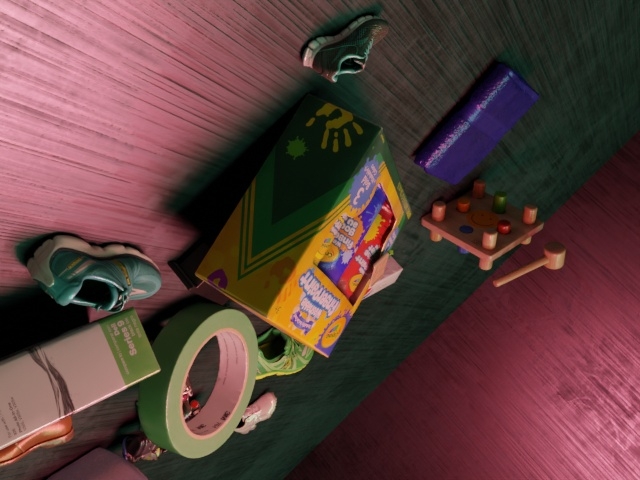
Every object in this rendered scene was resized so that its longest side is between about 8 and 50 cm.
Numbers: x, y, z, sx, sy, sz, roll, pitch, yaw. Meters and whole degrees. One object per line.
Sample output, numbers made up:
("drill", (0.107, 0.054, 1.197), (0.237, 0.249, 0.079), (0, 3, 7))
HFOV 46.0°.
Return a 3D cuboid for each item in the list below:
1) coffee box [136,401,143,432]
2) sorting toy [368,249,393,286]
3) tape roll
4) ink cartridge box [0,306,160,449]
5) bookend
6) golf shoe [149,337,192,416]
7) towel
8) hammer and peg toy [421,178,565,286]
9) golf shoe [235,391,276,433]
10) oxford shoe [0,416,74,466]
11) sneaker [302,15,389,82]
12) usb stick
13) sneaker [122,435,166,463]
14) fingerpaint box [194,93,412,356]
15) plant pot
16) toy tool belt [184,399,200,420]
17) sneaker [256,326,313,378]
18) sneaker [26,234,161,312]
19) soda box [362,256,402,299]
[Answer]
("coffee box", (-0.393, 0.418, 1.857), (0.113, 0.040, 0.184), (-30, 156, -28))
("sorting toy", (0.126, 0.053, 1.564), (0.083, 0.012, 0.062), (-41, 149, -42))
("tape roll", (-0.250, 0.293, 1.598), (0.321, 0.077, 0.321), (-30, 126, -54))
("ink cartridge box", (-0.438, 0.224, 1.198), (0.289, 0.121, 0.211), (-23, -178, -40))
("bookend", (-0.184, 0.035, 1.448), (0.156, 0.072, 0.157), (-44, 158, 2))
("golf shoe", (-0.320, 0.289, 1.637), (0.105, 0.120, 0.272), (-31, 155, -21))
("towel", (0.371, -0.279, 1.810), (0.308, 0.076, 0.228), (-49, 151, 17))
("hammer and peg toy", (0.493, -0.026, 2.112), (0.266, 0.361, 0.127), (-27, 134, -32))
("golf shoe", (-0.213, 0.549, 2.384), (0.176, 0.069, 0.086), (-48, 152, 11))
("oxford shoe", (-0.582, 0.374, 1.447), (0.212, 0.076, 0.076), (-18, 118, -42))
("sneaker", (0.054, -0.302, 1.210), (0.167, 0.076, 0.065), (-33, 158, -22))
("usb stick", (-0.364, 0.474, 1.895), (0.278, 0.045, 0.077), (-10, 143, -56))
("sneaker", (-0.444, 0.527, 1.911), (0.078, 0.067, 0.188), (-6, 170, 15))
("fingerpaint box", (0.000, 0.000, 1.433), (0.371, 0.163, 0.445), (-58, 160, -8))
("plant pot", (-0.521, 0.646, 1.787), (0.247, 0.252, 0.247), (-28, 155, -29))
("toy tool belt", (-0.336, 0.415, 1.842), (0.083, 0.052, 0.051), (-39, -169, -8))
("sneaker", (-0.102, 0.297, 2.031), (0.296, 0.109, 0.123), (-9, 145, -53))
("sneaker", (-0.345, 0.073, 1.197), (0.107, 0.110, 0.275), (-47, 159, 12))
("soda box", (0.128, 0.112, 2.119), (0.216, 0.074, 0.069), (-24, 153, -38))
